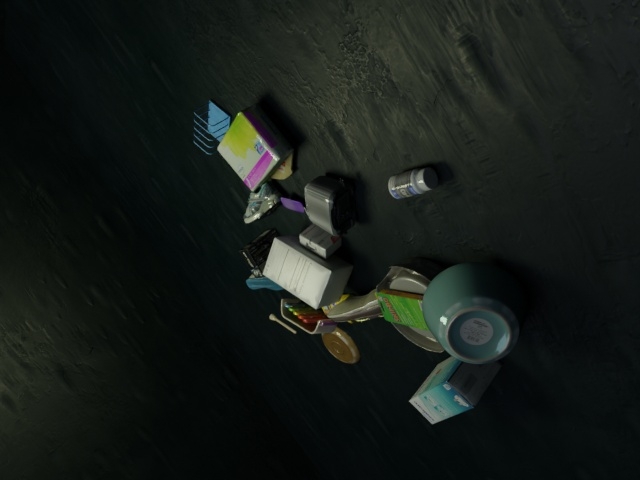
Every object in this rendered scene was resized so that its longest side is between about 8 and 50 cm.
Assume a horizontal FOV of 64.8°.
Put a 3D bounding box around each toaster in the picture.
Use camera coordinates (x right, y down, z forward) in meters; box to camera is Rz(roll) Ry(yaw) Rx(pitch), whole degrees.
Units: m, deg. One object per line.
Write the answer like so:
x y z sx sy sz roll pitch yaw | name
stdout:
0.032 -0.132 1.771 0.147 0.129 0.226 25 141 36 | toaster

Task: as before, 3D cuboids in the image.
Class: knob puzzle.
-0.171 -0.314 1.917 0.213 0.030 0.213 30 142 27 | knob puzzle

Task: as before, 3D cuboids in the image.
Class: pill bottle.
0.274 -0.171 1.491 0.137 0.078 0.078 -10 115 54 | pill bottle

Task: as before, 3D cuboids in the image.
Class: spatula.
-0.027 -0.091 1.961 0.297 0.030 0.084 31 161 21 | spatula

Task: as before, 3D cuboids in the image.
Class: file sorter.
-0.441 -0.451 2.032 0.118 0.104 0.170 40 145 14 | file sorter

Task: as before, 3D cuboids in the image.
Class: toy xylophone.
-0.078 0.351 2.296 0.323 0.236 0.081 18 100 41 | toy xylophone

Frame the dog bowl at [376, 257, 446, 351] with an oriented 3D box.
0.356 0.213 1.734 0.349 0.102 0.348 35 143 31 | dog bowl

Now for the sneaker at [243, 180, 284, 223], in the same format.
-0.251 -0.163 2.118 0.283 0.110 0.122 -31 87 50 | sneaker

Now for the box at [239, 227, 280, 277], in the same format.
-0.245 0.055 2.235 0.078 0.180 0.147 -10 115 51 | box

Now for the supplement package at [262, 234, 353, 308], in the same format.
-0.051 0.118 2.022 0.293 0.178 0.175 30 110 27 | supplement package

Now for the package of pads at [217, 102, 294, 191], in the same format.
-0.251 -0.340 1.864 0.229 0.101 0.296 51 146 -2 | package of pads

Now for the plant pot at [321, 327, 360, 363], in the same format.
0.090 0.508 2.428 0.236 0.032 0.236 30 143 26 | plant pot

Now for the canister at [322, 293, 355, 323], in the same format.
0.081 0.283 2.179 0.170 0.073 0.126 4 126 50 | canister

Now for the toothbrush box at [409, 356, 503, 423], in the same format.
0.480 0.514 1.807 0.126 0.216 0.295 44 148 10 | toothbrush box

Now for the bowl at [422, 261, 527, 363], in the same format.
0.455 0.236 1.474 0.312 0.163 0.311 4 113 9 | bowl

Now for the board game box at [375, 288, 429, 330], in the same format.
0.298 0.235 1.703 0.260 0.039 0.124 2 120 50 | board game box

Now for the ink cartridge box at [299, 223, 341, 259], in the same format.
0.000 0.000 1.965 0.135 0.099 0.056 30 143 29 | ink cartridge box

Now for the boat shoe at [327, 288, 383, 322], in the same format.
0.167 0.273 1.985 0.324 0.116 0.096 -25 110 36 | boat shoe

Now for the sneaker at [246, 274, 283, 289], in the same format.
-0.249 0.185 2.463 0.229 0.092 0.087 0 123 26 | sneaker
